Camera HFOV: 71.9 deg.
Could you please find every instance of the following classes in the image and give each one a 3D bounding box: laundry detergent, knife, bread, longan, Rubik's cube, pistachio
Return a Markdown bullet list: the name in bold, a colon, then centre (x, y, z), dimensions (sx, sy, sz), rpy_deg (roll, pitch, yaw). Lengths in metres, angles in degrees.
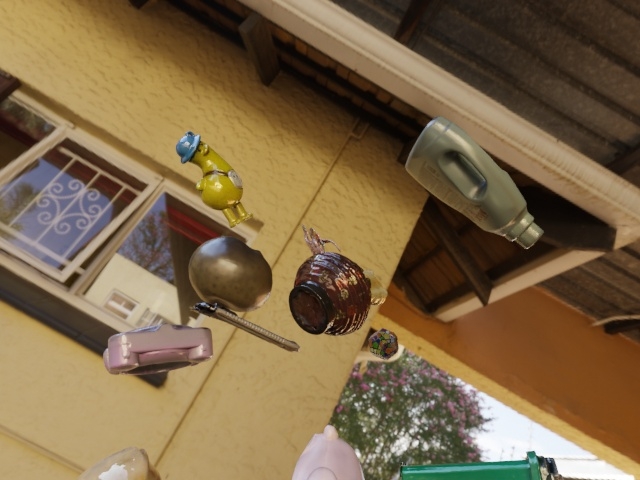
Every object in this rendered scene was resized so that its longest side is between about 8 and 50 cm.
- **laundry detergent**: centre (0.419, -0.138, 1.175), dimensions (0.398, 0.124, 0.264), rpy_deg (44, -12, 11)
- **knife**: centre (-0.220, 0.266, 1.358), dimensions (0.364, 0.043, 0.089), rpy_deg (28, -24, -17)
- **bread**: centre (0.134, 0.152, 1.409), dimensions (0.177, 0.119, 0.084), rpy_deg (10, -45, -47)
- **longan**: centre (-0.359, 0.141, 1.785), dimensions (0.349, 0.289, 0.288), rpy_deg (27, -28, 0)
- **Rubik's cube**: centre (0.218, 0.356, 1.519), dimensions (0.111, 0.093, 0.111), rpy_deg (23, -22, 10)
- **pistachio**: centre (-0.542, 0.675, 1.175), dimensions (0.229, 0.230, 0.308), rpy_deg (40, -44, -22)

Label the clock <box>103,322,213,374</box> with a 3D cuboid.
- **clock**: centre (-0.505, 0.345, 1.361), dimensions (0.295, 0.114, 0.322), rpy_deg (2, -23, -31)

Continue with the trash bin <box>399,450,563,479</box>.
- **trash bin**: centre (0.404, 0.671, 1.101), dimensions (0.380, 0.260, 0.295), rpy_deg (-7, -34, 20)

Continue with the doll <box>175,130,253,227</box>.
- **doll**: centre (-0.365, -0.218, 1.532), dimensions (0.145, 0.199, 0.363), rpy_deg (-28, -86, 35)

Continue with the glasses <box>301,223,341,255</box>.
- **glasses**: centre (-0.008, -0.002, 1.912), dimensions (0.162, 0.095, 0.255), rpy_deg (62, -14, -21)

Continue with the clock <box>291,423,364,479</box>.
- **clock**: centre (0.029, 0.872, 1.516), dimensions (0.250, 0.377, 0.369), rpy_deg (6, -48, 7)

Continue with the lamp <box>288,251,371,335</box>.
- **lamp**: centre (0.035, 0.146, 1.217), dimensions (0.246, 0.247, 0.247), rpy_deg (22, -28, 12)
